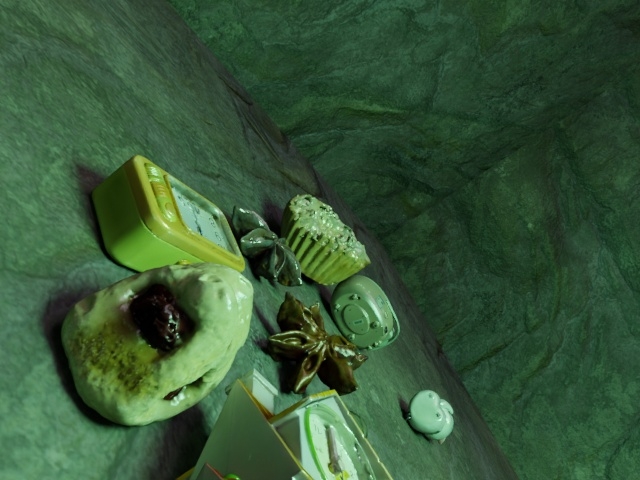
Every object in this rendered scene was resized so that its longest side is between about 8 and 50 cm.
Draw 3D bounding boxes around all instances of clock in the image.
[{"bbox_3d":[-0.205,-0.014,0.729,0.143,0.096,0.202,58,10,32],"label":"clock"},{"bbox_3d":[-0.025,0.261,0.483,0.235,0.166,0.309,51,10,-22],"label":"clock"}]

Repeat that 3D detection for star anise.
[{"bbox_3d":[-0.011,0.195,0.903,0.212,0.111,0.196,40,11,-29],"label":"star anise"},{"bbox_3d":[-0.109,0.024,1.084,0.212,0.073,0.196,44,11,-35],"label":"star anise"}]

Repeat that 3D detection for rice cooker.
[{"bbox_3d":[0.110,0.192,1.357,0.206,0.145,0.127,60,23,4],"label":"rice cooker"}]

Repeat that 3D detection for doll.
[{"bbox_3d":[0.303,0.480,1.414,0.181,0.107,0.110,43,24,-46],"label":"doll"}]

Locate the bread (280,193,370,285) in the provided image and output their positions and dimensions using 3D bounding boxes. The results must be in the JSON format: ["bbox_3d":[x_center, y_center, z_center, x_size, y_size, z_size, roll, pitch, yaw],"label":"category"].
[{"bbox_3d":[0.000,0.000,1.376,0.274,0.149,0.274,39,15,-12],"label":"bread"}]

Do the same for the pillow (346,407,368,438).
[{"bbox_3d":[0.027,0.314,0.860,0.093,0.051,0.241,58,13,16],"label":"pillow"}]

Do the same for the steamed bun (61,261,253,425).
[{"bbox_3d":[-0.142,0.087,0.527,0.140,0.155,0.172,57,10,13],"label":"steamed bun"}]
